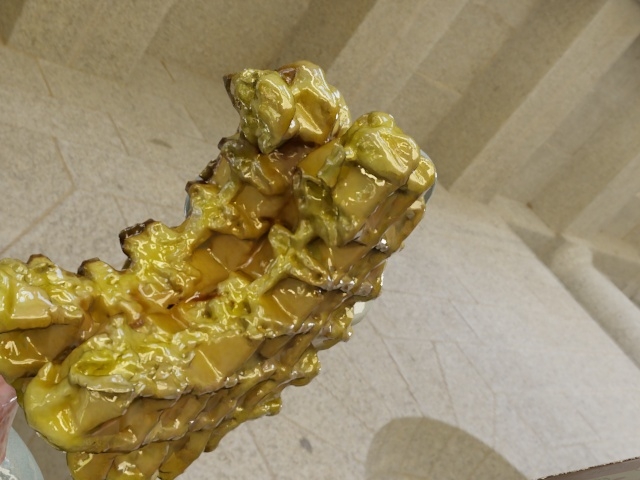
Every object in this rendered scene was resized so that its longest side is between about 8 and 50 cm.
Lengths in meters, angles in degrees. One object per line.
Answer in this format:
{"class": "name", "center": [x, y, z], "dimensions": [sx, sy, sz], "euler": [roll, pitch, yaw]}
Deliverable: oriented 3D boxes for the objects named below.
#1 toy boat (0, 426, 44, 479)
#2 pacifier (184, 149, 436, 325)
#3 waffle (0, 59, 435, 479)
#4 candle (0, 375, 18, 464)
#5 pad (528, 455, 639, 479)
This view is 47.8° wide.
{"class": "toy boat", "center": [-0.477, 0.286, 0.956], "dimensions": [0.092, 0.319, 0.141], "euler": [-30, 17, 35]}
{"class": "pacifier", "center": [0.000, 0.000, 0.751], "dimensions": [0.279, 0.207, 0.227], "euler": [2, -38, -30]}
{"class": "waffle", "center": [-0.071, 0.030, 0.536], "dimensions": [0.324, 0.151, 0.261], "euler": [-39, -23, -12]}
{"class": "candle", "center": [-0.449, 0.150, 0.649], "dimensions": [0.317, 0.287, 0.131], "euler": [16, -75, -13]}
{"class": "pad", "center": [0.296, 0.273, 0.791], "dimensions": [0.300, 0.005, 0.202], "euler": [-11, -34, -3]}
